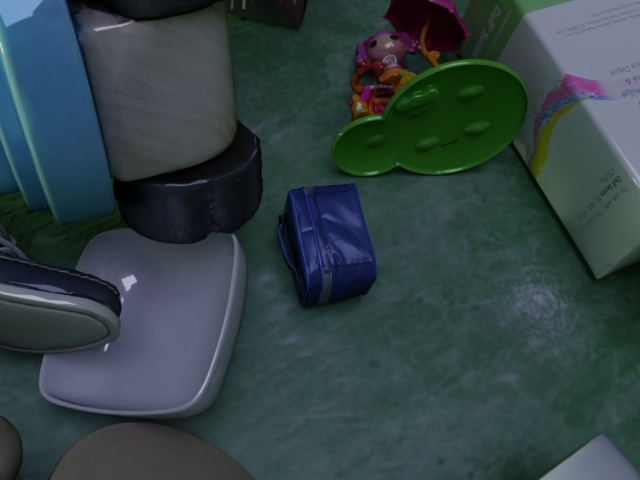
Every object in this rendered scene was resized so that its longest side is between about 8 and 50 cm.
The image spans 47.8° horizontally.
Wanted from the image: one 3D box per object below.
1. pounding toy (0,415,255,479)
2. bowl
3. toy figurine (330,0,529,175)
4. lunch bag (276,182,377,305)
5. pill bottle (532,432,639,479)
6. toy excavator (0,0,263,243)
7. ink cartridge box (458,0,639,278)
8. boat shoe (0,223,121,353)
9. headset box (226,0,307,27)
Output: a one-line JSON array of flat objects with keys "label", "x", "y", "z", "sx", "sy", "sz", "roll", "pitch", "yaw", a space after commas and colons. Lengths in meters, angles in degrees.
[{"label": "pounding toy", "x": -0.130, "y": 0.210, "z": 0.434, "sx": 0.237, "sy": 0.110, "sz": 0.183, "roll": 25, "pitch": 23, "yaw": -35}, {"label": "bowl", "x": -0.119, "y": 0.063, "z": 0.521, "sx": 0.142, "sy": 0.053, "sz": 0.142, "roll": -1, "pitch": 60, "yaw": 22}, {"label": "toy figurine", "x": 0.082, "y": -0.154, "z": 0.661, "sx": 0.173, "sy": 0.130, "sz": 0.159, "roll": -18, "pitch": 53, "yaw": 10}, {"label": "lunch bag", "x": 0.000, "y": 0.000, "z": 0.581, "sx": 0.065, "sy": 0.067, "sz": 0.098, "roll": -8, "pitch": 66, "yaw": -13}, {"label": "pill bottle", "x": 0.218, "y": 0.289, "z": 0.408, "sx": 0.188, "sy": 0.188, "sz": 0.334, "roll": -28, "pitch": 65, "yaw": -20}, {"label": "toy excavator", "x": -0.306, "y": -0.162, "z": 0.506, "sx": 0.445, "sy": 0.222, "sz": 0.433, "roll": -15, "pitch": 45, "yaw": -19}, {"label": "ink cartridge box", "x": 0.297, "y": -0.105, "z": 0.648, "sx": 0.207, "sy": 0.119, "sz": 0.353, "roll": -18, "pitch": 68, "yaw": -17}, {"label": "boat shoe", "x": -0.252, "y": 0.026, "z": 0.504, "sx": 0.255, "sy": 0.095, "sz": 0.079, "roll": 1, "pitch": 51, "yaw": 15}, {"label": "headset box", "x": -0.111, "y": -0.318, "z": 0.627, "sx": 0.293, "sy": 0.218, "sz": 0.110, "roll": 10, "pitch": 62, "yaw": -4}]
